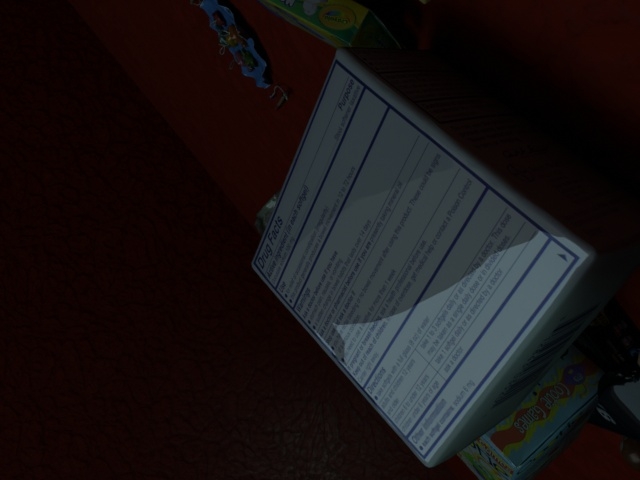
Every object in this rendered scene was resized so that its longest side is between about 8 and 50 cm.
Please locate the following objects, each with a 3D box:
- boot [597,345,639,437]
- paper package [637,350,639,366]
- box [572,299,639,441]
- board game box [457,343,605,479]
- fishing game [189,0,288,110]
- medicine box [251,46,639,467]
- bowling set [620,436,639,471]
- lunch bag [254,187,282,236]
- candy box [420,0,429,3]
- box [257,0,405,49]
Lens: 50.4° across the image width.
[{"bbox_3d":[0.328,0.199,0.589,0.207,0.094,0.246,43,122,31],"label":"boot"},{"bbox_3d":[0.349,0.106,0.270,0.325,0.168,0.309,49,170,8],"label":"paper package"},{"bbox_3d":[0.308,0.130,0.792,0.220,0.051,0.175,52,169,-5],"label":"box"},{"bbox_3d":[0.231,0.205,0.834,0.142,0.144,0.275,46,169,28],"label":"board game box"},{"bbox_3d":[-0.150,-0.333,1.162,0.264,0.041,0.189,52,171,-7],"label":"fishing game"},{"bbox_3d":[0.103,0.004,0.641,0.289,0.149,0.263,46,129,28],"label":"medicine box"},{"bbox_3d":[0.401,0.321,0.770,0.287,0.154,0.200,57,167,-24],"label":"bowling set"},{"bbox_3d":[0.000,0.000,1.294,0.235,0.169,0.287,52,173,-2],"label":"lunch bag"},{"bbox_3d":[0.059,-0.277,0.488,0.109,0.053,0.186,46,169,23],"label":"candy box"},{"bbox_3d":[0.006,-0.232,0.706,0.179,0.043,0.105,32,-171,21],"label":"box"}]
